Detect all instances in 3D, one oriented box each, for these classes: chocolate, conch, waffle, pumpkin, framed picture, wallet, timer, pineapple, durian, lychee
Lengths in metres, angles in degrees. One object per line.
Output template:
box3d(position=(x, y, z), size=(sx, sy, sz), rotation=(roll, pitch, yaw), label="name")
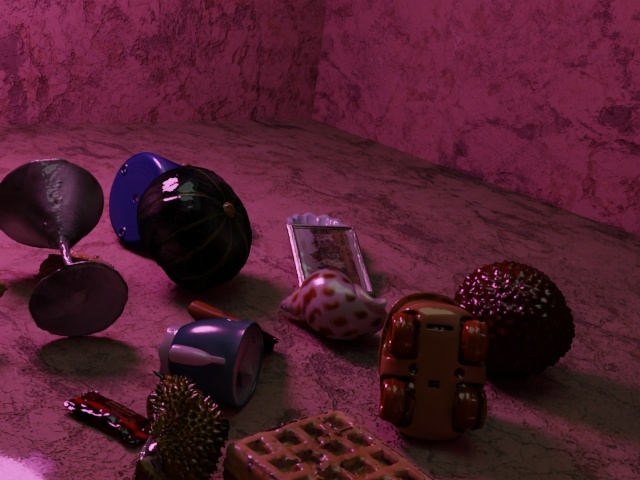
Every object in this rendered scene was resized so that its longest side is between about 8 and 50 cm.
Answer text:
box3d(position=(-0.376, 0.317, 1.439), size=(0.182, 0.028, 0.086), rotation=(18, 18, 30), label="chocolate")
box3d(position=(0.027, 0.157, 1.891), size=(0.148, 0.183, 0.275), rotation=(-42, 38, -25), label="conch")
box3d(position=(0.055, 0.412, 1.224), size=(0.261, 0.114, 0.376), rotation=(-6, 23, -42), label="waffle")
box3d(position=(-0.320, -0.035, 2.041), size=(0.241, 0.323, 0.323), rotation=(-22, 12, 17), label="pumpkin")
box3d(position=(0.026, 0.052, 2.218), size=(0.217, 0.017, 0.274), rotation=(0, 47, -19), label="framed picture")
box3d(position=(-0.187, 0.186, 1.727), size=(0.160, 0.042, 0.195), rotation=(14, -17, 18), label="wallet")
box3d(position=(-0.402, -0.098, 2.373), size=(0.270, 0.270, 0.383), rotation=(24, 9, 39), label="timer")
box3d(position=(-0.613, 0.081, 1.998), size=(0.221, 0.047, 0.221), rotation=(8, 20, -3), label="pineapple")
box3d(position=(-0.222, 0.310, 1.283), size=(0.137, 0.193, 0.237), rotation=(11, 38, -12), label="durian")
box3d(position=(0.435, 0.177, 1.813), size=(0.275, 0.276, 0.304), rotation=(2, -9, -19), label="lychee")

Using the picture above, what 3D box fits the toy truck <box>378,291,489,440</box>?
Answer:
box3d(position=(0.218, 0.243, 1.571), size=(0.204, 0.288, 0.211), rotation=(5, -6, 0), label="toy truck")

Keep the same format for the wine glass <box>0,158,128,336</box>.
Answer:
box3d(position=(-0.584, 0.016, 1.819), size=(0.267, 0.267, 0.406), rotation=(-3, 34, -29), label="wine glass")

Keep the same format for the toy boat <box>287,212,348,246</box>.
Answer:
box3d(position=(0.000, 0.000, 2.410), size=(0.199, 0.100, 0.290), rotation=(1, 19, -17), label="toy boat")

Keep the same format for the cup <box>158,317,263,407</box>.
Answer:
box3d(position=(-0.220, 0.231, 1.563), size=(0.173, 0.168, 0.299), rotation=(7, -9, 15), label="cup")

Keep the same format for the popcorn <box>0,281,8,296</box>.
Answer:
box3d(position=(-0.847, 0.083, 1.608), size=(0.321, 0.290, 0.325), rotation=(46, -11, -2), label="popcorn")
